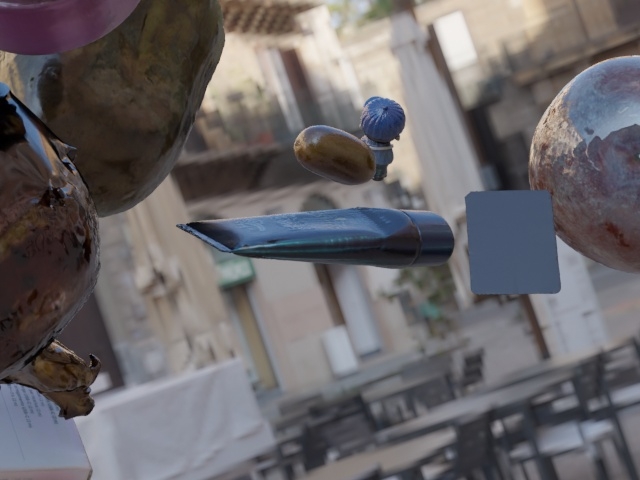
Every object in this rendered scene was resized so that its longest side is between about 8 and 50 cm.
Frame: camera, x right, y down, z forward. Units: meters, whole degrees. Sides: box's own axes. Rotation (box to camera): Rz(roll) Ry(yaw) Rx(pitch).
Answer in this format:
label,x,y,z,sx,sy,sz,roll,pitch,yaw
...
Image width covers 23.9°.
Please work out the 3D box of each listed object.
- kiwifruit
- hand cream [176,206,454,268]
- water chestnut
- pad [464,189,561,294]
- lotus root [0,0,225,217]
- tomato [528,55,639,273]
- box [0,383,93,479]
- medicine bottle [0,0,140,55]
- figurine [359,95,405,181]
label,x,y,z,sx,sy,sz,roll,pitch,yaw
kiwifruit,0.021,-0.118,2.083,0.124,0.075,0.075,18,-21,-25
hand cream,0.000,0.000,1.516,0.270,0.061,0.120,-1,15,-28
water chestnut,-0.332,0.045,1.390,0.335,0.347,0.335,-26,20,10
pad,0.240,0.001,1.891,0.112,0.157,0.003,-1,-34,2
lotus root,-0.258,-0.168,1.690,0.250,0.250,0.346,-22,40,46
tomato,0.457,-0.109,2.177,0.316,0.317,0.282,-20,-8,10
box,-0.436,0.250,1.894,0.251,0.203,0.106,2,-55,-31
medicine bottle,-0.265,-0.333,1.296,0.212,0.212,0.325,-19,-28,-8
figurine,0.085,-0.156,2.313,0.077,0.136,0.079,23,26,17
